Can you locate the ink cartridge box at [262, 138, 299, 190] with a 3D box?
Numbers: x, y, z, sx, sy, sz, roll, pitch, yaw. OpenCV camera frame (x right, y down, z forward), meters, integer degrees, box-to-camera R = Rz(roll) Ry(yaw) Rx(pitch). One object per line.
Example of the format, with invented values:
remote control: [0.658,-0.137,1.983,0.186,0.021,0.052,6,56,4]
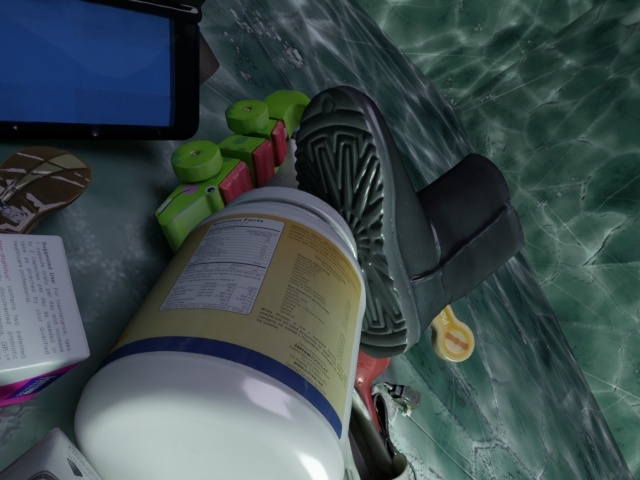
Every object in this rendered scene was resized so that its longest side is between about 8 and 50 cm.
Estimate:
ink cartridge box: [0.000,0.000,0.837,0.207,0.117,0.283,26,41,-43]

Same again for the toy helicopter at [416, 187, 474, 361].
toy helicopter: [0.189,0.086,0.990,0.234,0.140,0.355,-24,83,-17]

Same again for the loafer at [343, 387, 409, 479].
loafer: [0.068,0.321,0.626,0.320,0.111,0.112,58,29,2]

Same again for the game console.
game console: [-0.222,-0.239,0.519,0.293,0.250,0.174,-12,80,-44]

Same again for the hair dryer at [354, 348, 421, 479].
hair dryer: [0.075,0.240,0.753,0.293,0.080,0.224,46,31,-18]

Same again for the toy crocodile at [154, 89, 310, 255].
toy crocodile: [-0.115,-0.109,0.710,0.341,0.105,0.115,-58,151,-42]

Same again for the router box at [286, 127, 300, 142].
router box: [-0.026,-0.184,1.063,0.122,0.038,0.092,52,30,-8]

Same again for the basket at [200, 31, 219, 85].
basket: [-0.263,-0.307,0.695,0.227,0.204,0.154,51,50,-27]

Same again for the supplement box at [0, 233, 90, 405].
supplement box: [-0.296,0.063,0.330,0.220,0.111,0.114,1,61,-56]

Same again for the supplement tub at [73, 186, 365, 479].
supplement tub: [-0.071,0.102,0.513,0.228,0.228,0.316,46,30,-19]

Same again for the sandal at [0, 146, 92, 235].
sandal: [-0.303,-0.030,0.485,0.072,0.049,0.180,39,47,-19]

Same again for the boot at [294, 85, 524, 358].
boot: [0.179,-0.075,0.784,0.445,0.146,0.367,-25,109,-43]

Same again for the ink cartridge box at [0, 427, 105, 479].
ink cartridge box: [-0.126,0.227,0.247,0.114,0.273,0.198,-40,97,-26]
